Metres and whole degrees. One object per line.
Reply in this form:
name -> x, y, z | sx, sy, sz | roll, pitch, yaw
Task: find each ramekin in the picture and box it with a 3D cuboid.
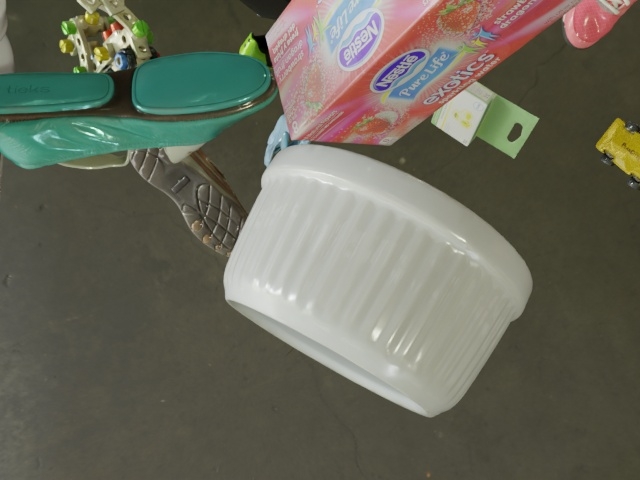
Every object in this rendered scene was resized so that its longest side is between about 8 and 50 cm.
ramekin -> 0.029, 0.036, 0.415 | 0.207, 0.207, 0.109 | 31, 76, 1

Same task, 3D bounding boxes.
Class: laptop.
laptop -> -0.148, -0.606, 1.307 | 0.136, 0.234, 0.265 | -21, 82, 19

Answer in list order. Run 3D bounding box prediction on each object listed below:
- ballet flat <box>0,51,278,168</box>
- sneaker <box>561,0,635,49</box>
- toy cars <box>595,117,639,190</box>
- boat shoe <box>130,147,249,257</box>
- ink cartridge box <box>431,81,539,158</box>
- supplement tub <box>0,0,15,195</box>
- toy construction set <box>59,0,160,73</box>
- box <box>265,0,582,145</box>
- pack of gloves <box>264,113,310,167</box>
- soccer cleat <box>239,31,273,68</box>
ballet flat -> -0.158, -0.105, 0.498 | 0.247, 0.087, 0.083 | -6, 55, -3
sneaker -> 0.575, -0.503, 1.082 | 0.115, 0.136, 0.314 | 29, 110, -15
toy cars -> 0.750, -0.183, 1.173 | 0.087, 0.393, 0.177 | 9, 85, -28
boat shoe -> -0.228, -0.104, 1.158 | 0.123, 0.116, 0.324 | -30, 109, 27
ink cartridge box -> 0.407, -0.303, 1.471 | 0.235, 0.171, 0.056 | 38, 67, 14
supplement tub -> -0.409, -0.132, 0.565 | 0.191, 0.272, 0.191 | 18, 43, -18
toy construction set -> -0.456, -0.442, 1.248 | 0.151, 0.327, 0.215 | -22, 94, -28
box -> 0.086, -0.225, 0.582 | 0.154, 0.300, 0.142 | -4, 73, -35
pack of gloves -> -0.081, -0.194, 1.164 | 0.046, 0.232, 0.195 | 9, 50, -24
soccer cleat -> -0.054, -0.331, 1.012 | 0.178, 0.072, 0.060 | -13, 73, -33
